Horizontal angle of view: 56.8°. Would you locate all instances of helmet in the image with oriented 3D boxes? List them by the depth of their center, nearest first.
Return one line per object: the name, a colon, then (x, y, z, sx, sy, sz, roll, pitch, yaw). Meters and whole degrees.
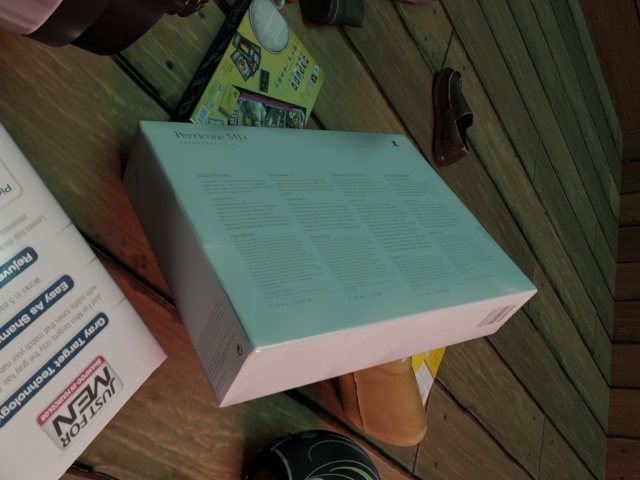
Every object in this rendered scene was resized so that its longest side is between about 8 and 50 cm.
helmet: (0.000, 0.320, 0.725, 0.162, 0.169, 0.169, 13, 74, -34)

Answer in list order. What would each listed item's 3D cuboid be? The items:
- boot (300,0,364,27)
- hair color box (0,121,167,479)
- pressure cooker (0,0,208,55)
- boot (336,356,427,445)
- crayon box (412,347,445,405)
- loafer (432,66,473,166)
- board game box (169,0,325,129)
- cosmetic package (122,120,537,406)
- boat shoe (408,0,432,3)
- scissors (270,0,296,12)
boot: (0.020, -0.440, 0.942, 0.137, 0.077, 0.197, -19, 114, -57)
hair color box: (-0.285, 0.019, 0.440, 0.174, 0.105, 0.347, -52, 124, -42)
pressure cooker: (-0.199, -0.322, 0.360, 0.421, 0.375, 0.369, 18, 28, -39)
boot: (0.029, 0.168, 0.809, 0.089, 0.236, 0.269, -52, 149, -30)
crayon box: (0.104, 0.125, 0.952, 0.278, 0.081, 0.165, 60, 43, -27)
loafer: (0.289, -0.264, 1.251, 0.080, 0.078, 0.219, 16, 73, -51)
board game box: (-0.085, -0.189, 0.783, 0.165, 0.042, 0.243, 46, 51, -39)
cosmetic package: (0.015, -0.003, 0.649, 0.378, 0.097, 0.284, -5, 51, -37)
boat shoe: (0.195, -0.513, 1.165, 0.219, 0.078, 0.070, -21, 103, -50)
scissors: (-0.043, -0.466, 0.801, 0.109, 0.021, 0.297, -39, 142, -52)
